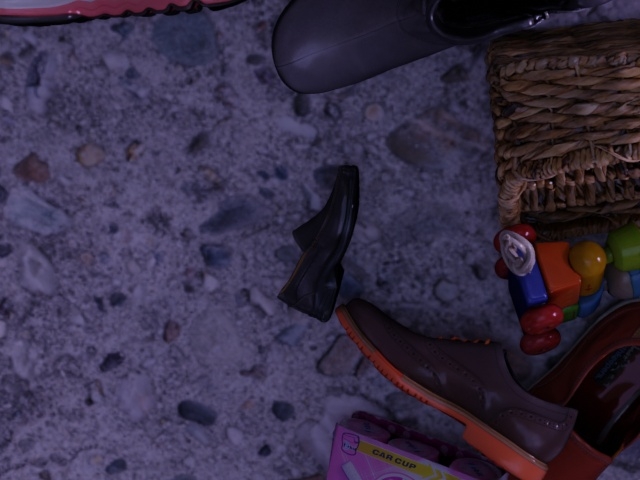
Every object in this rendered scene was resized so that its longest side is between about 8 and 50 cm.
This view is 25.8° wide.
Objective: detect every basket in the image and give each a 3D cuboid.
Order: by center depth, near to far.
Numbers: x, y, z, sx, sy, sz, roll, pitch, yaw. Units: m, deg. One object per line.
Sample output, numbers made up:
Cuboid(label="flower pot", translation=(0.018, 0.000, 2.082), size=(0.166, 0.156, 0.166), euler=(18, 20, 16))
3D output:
Cuboid(label="basket", translation=(0.310, -0.087, 1.296), size=(0.299, 0.213, 0.223), euler=(-5, 106, 6))

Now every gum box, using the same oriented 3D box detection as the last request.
Cuboid(label="gum box", translation=(0.093, 0.262, 1.470), size=(0.188, 0.062, 0.107), euler=(18, 108, 22))

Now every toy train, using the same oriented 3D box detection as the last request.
Cuboid(label="toy train", translation=(0.246, 0.020, 1.330), size=(0.143, 0.248, 0.105), euler=(-17, 70, 2))

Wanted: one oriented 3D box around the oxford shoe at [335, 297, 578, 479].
Cuboid(label="oxford shoe", translation=(0.137, 0.131, 1.425), size=(0.271, 0.097, 0.098), euler=(37, 93, 13))

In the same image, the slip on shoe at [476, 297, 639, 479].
Cuboid(label="slip on shoe", translation=(0.258, 0.204, 1.451), size=(0.123, 0.101, 0.331), euler=(33, 108, -8))

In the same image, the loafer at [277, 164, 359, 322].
Cuboid(label="loafer", translation=(0.000, 0.000, 1.427), size=(0.061, 0.062, 0.170), euler=(16, 106, 4))

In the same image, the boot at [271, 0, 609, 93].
Cuboid(label="boot", translation=(0.099, -0.216, 1.266), size=(0.338, 0.223, 0.118), euler=(-25, 105, 11))

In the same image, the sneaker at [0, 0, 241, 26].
Cuboid(label="sneaker", translation=(-0.220, -0.279, 1.343), size=(0.313, 0.116, 0.136), euler=(-5, 97, -1))
